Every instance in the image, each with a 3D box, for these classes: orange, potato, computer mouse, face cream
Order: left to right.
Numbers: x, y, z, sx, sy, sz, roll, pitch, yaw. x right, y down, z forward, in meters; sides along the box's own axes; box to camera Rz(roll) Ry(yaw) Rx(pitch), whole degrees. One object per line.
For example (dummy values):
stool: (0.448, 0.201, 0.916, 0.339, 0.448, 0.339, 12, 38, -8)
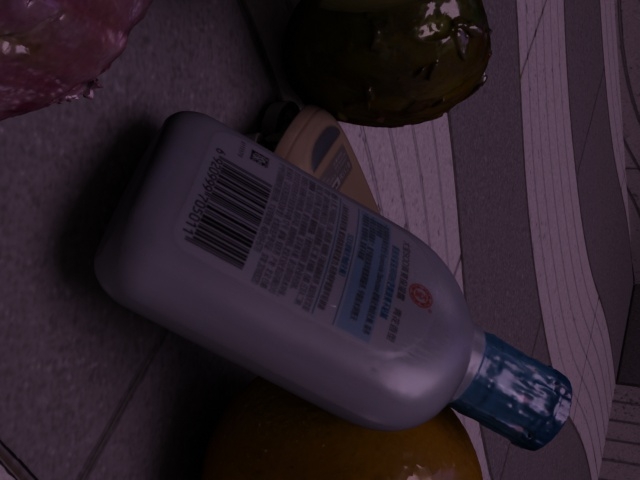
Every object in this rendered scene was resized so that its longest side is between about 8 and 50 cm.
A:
computer mouse: (0.000, 0.000, 0.836, 0.237, 0.082, 0.145, 64, 29, -24)
orange: (0.017, 0.194, 0.754, 0.236, 0.236, 0.236, 4, 90, -65)
face cream: (0.022, 0.044, 0.664, 0.336, 0.080, 0.163, 29, 44, -15)
potato: (0.056, -0.165, 0.863, 0.298, 0.176, 0.141, 100, -1, -85)

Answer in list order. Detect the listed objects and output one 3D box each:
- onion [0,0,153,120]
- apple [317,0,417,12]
onion: (-0.164, -0.197, 0.376, 0.348, 0.159, 0.267, 34, 60, -63)
apple: (0.023, -0.293, 0.621, 0.254, 0.291, 0.292, 111, -12, -79)
